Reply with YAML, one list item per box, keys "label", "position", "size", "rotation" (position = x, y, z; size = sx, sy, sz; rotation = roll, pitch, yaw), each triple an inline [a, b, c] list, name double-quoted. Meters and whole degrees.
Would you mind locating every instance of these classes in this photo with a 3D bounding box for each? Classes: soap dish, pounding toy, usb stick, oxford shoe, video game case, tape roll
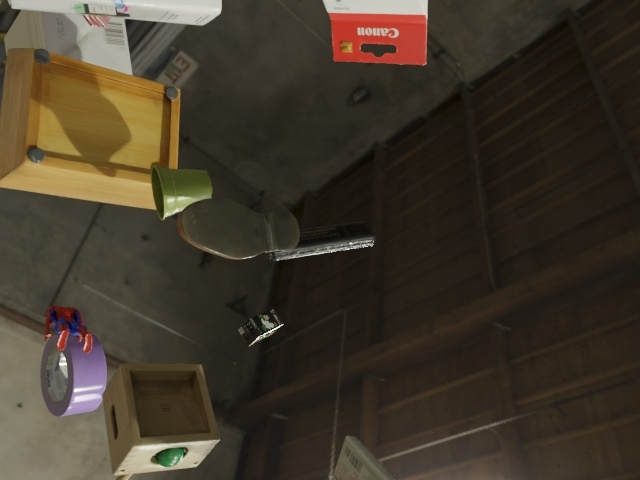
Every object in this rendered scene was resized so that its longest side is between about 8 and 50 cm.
- label: "soap dish"
  position: [-0.372, -0.183, 0.994]
  size: [0.118, 0.291, 0.228]
  rotation: [-13, -107, 52]
- label: "pounding toy"
  position: [-0.211, 0.239, 0.730]
  size: [0.100, 0.130, 0.141]
  rotation: [-53, -135, 32]
- label: "usb stick"
  position: [0.000, 0.000, 1.404]
  size: [0.045, 0.278, 0.077]
  rotation: [103, -30, -41]
- label: "oxford shoe"
  position: [-0.117, -0.009, 0.777]
  size: [0.076, 0.212, 0.076]
  rotation: [-8, -99, 31]
- label: "video game case"
  position: [0.043, 0.311, 0.638]
  size: [0.157, 0.019, 0.143]
  rotation: [19, -88, 68]
- label: "tape roll"
  position: [-0.588, 0.316, 1.402]
  size: [0.189, 0.080, 0.189]
  rotation: [-4, -96, 45]

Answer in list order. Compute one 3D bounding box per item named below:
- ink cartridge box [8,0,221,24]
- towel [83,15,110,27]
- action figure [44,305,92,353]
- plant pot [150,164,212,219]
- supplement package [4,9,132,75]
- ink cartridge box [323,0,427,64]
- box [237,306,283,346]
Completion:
- label: "ink cartridge box"
  position: [-0.286, -0.419, 0.812]
  size: [0.117, 0.278, 0.201]
  rotation: [-162, -110, -63]
- label: "towel"
  position: [-0.363, -0.547, 0.959]
  size: [0.037, 0.237, 0.329]
  rotation: [6, -118, 25]
- label: "action figure"
  position: [-0.259, 0.087, 0.601]
  size: [0.115, 0.038, 0.030]
  rotation: [22, -80, 59]
- label: "plant pot"
  position: [-0.210, -0.078, 0.902]
  size: [0.083, 0.079, 0.083]
  rotation: [39, -46, 55]
- label: "supplement package"
  position: [-0.566, -0.409, 1.313]
  size: [0.293, 0.175, 0.177]
  rotation: [-8, -90, 50]
- label: "ink cartridge box"
  position: [0.088, -0.402, 0.995]
  size: [0.181, 0.224, 0.056]
  rotation: [9, -144, 20]
- label: "box"
  position: [-0.144, 0.207, 1.421]
  size: [0.083, 0.052, 0.062]
  rotation: [-20, 162, -47]
